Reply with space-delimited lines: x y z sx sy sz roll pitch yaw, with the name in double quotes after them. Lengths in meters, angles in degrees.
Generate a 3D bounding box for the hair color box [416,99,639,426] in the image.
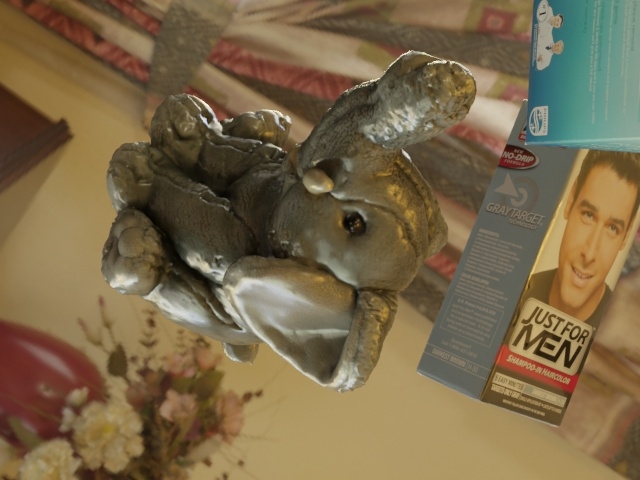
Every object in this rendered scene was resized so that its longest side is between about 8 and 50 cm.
0.283 0.031 1.192 0.114 0.185 0.374 19 -93 49 "hair color box"

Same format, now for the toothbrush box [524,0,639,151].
0.300 -0.119 0.597 0.295 0.216 0.126 -170 -99 -71 "toothbrush box"

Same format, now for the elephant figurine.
0.000 0.000 0.533 0.239 0.186 0.169 8 -96 36 "elephant figurine"
